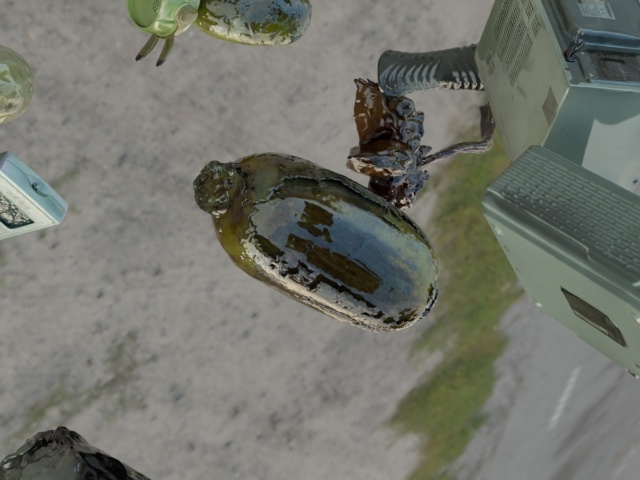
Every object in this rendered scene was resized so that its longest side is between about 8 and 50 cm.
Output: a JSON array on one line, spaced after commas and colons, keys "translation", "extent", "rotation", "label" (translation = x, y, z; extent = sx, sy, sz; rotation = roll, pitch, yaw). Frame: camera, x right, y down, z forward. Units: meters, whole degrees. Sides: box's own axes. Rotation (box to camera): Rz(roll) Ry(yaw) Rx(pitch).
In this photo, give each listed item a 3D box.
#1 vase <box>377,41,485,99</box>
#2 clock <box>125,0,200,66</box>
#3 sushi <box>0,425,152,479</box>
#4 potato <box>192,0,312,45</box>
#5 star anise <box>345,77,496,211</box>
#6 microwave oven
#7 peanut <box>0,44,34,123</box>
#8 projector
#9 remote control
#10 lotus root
[{"translation": [0.201, -0.254, 1.743], "extent": [0.115, 0.237, 0.115], "rotation": [-3, 94, -56], "label": "vase"}, {"translation": [-0.264, -0.406, 1.954], "extent": [0.069, 0.170, 0.232], "rotation": [-4, 106, -37], "label": "clock"}, {"translation": [-0.254, 0.382, 1.281], "extent": [0.281, 0.294, 0.299], "rotation": [-17, -140, 57], "label": "sushi"}, {"translation": [-0.136, -0.402, 1.977], "extent": [0.113, 0.251, 0.149], "rotation": [163, -52, -80], "label": "potato"}, {"translation": [0.154, -0.165, 1.932], "extent": [0.346, 0.237, 0.148], "rotation": [-19, -166, -32], "label": "star anise"}, {"translation": [0.281, -0.188, 1.304], "extent": [0.145, 0.240, 0.194], "rotation": [6, 136, -16], "label": "microwave oven"}, {"translation": [-0.468, -0.192, 1.527], "extent": [0.274, 0.125, 0.111], "rotation": [-25, 123, -55], "label": "peanut"}, {"translation": [0.284, 0.038, 1.144], "extent": [0.099, 0.257, 0.192], "rotation": [-44, 131, -8], "label": "projector"}, {"translation": [-0.565, -0.049, 1.871], "extent": [0.344, 0.050, 0.145], "rotation": [-14, 136, 33], "label": "remote control"}, {"translation": [0.000, 0.000, 1.694], "extent": [0.179, 0.397, 0.196], "rotation": [-3, -118, 64], "label": "lotus root"}]
